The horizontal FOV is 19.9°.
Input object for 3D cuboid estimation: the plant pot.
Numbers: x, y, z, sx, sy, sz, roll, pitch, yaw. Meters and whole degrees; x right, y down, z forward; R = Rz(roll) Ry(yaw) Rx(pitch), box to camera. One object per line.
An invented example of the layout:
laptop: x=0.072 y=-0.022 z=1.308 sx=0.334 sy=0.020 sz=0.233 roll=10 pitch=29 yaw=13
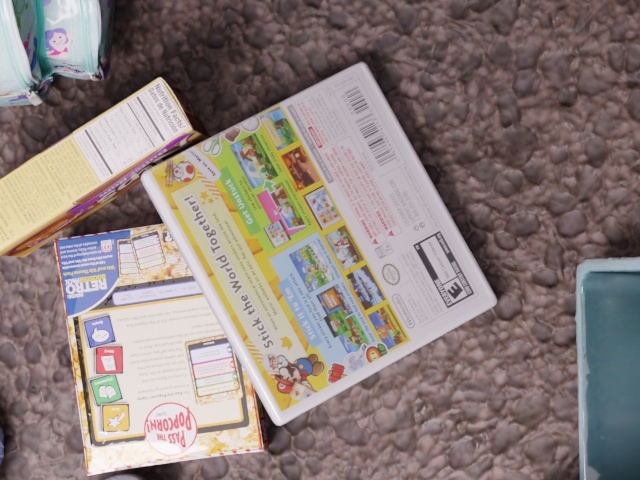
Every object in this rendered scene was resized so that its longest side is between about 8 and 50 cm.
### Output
plant pot: x=0.350 y=0.134 z=1.348 sx=0.252 sy=0.248 sz=0.247 roll=0 pitch=88 yaw=-12

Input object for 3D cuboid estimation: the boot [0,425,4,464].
boot: x=-0.299 y=0.133 z=1.485 sx=0.086 sy=0.069 sz=0.190 roll=8 pitch=86 yaw=-17

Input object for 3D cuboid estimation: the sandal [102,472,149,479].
sandal: x=-0.150 y=0.310 z=1.474 sx=0.097 sy=0.054 sz=0.254 roll=-7 pitch=98 yaw=11

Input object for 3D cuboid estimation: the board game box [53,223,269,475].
board game box: x=-0.128 y=0.084 z=1.474 sx=0.147 sy=0.045 sz=0.193 roll=-8 pitch=88 yaw=4

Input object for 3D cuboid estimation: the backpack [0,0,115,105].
backpack: x=-0.253 y=-0.214 z=1.387 sx=0.191 sy=0.253 sz=0.225 roll=-4 pitch=88 yaw=4

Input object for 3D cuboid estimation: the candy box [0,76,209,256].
candy box: x=-0.184 y=-0.056 z=1.451 sx=0.187 sy=0.109 sz=0.053 roll=-31 pitch=87 yaw=2

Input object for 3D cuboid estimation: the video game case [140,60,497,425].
video game case: x=0.000 y=0.000 z=1.450 sx=0.206 sy=0.026 sz=0.227 roll=-28 pitch=87 yaw=-14
